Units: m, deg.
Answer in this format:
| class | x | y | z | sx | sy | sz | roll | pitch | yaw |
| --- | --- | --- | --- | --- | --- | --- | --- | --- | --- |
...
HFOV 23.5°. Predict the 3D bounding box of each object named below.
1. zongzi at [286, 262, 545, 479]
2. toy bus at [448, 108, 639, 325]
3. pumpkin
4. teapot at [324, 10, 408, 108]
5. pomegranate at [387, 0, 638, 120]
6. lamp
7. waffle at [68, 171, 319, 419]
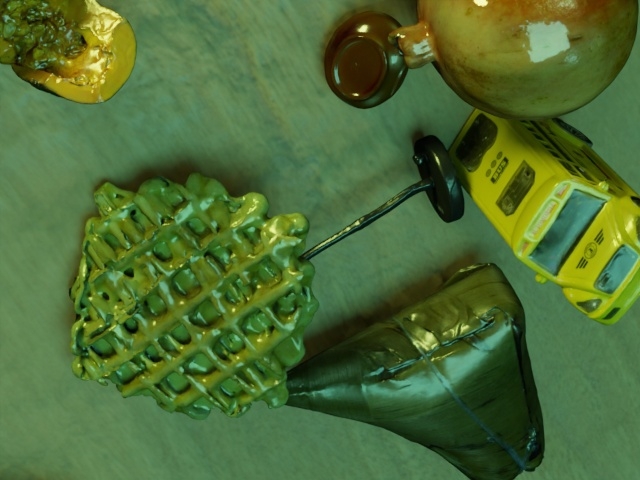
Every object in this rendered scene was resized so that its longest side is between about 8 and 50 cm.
| class | x | y | z | sx | sy | sz | roll | pitch | yaw |
| --- | --- | --- | --- | --- | --- | --- | --- | --- | --- |
| zongzi | 0.115 | 0.231 | 2.029 | 0.360 | 0.160 | 0.323 | -23 | 125 | -8 |
| toy bus | 0.276 | -0.045 | 1.819 | 0.152 | 0.330 | 0.144 | 23 | 109 | -29 |
| pumpkin | -0.290 | -0.224 | 1.612 | 0.183 | 0.108 | 0.119 | 44 | 78 | -28 |
| teapot | 0.056 | -0.208 | 1.791 | 0.098 | 0.078 | 0.129 | 31 | 122 | 8 |
| pomegranate | 0.209 | -0.251 | 1.716 | 0.270 | 0.252 | 0.229 | -21 | 145 | -12 |
| lamp | 0.025 | 0.025 | 1.887 | 0.371 | 0.130 | 0.108 | -41 | 111 | -1 |
| waffle | -0.151 | 0.072 | 1.813 | 0.297 | 0.073 | 0.317 | 10 | 116 | 0 |
